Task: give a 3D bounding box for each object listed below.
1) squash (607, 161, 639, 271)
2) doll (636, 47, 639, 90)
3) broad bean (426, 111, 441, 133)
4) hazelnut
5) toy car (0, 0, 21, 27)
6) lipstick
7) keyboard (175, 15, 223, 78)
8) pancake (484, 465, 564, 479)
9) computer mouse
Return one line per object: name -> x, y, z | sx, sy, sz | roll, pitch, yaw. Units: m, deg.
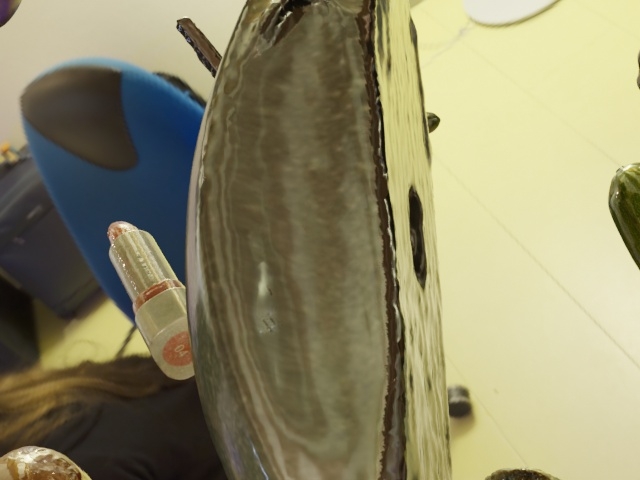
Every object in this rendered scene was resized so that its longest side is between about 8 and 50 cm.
squash -> 0.301, 0.046, 0.724 | 0.066, 0.066, 0.252 | -34, 72, 6
doll -> 0.356, -0.176, 0.482 | 0.382, 0.378, 0.252 | -15, 43, -35
broad bean -> 0.041, -0.090, 1.041 | 0.195, 0.061, 0.046 | -41, 22, 3
hazelnut -> -0.316, 0.297, 1.017 | 0.154, 0.143, 0.143 | -20, 32, -27
toy car -> -0.307, -0.308, 0.737 | 0.340, 0.240, 0.271 | 64, 146, 15
lipstick -> -0.144, 0.034, 0.807 | 0.057, 0.063, 0.186 | -31, 44, -8
keyboard -> -0.078, -0.129, 0.707 | 0.013, 0.061, 0.204 | -39, 7, 0
pancake -> 0.296, 0.415, 1.221 | 0.037, 0.253, 0.254 | -14, 20, -42
computer mouse -> -0.004, 0.000, 0.480 | 0.114, 0.203, 0.373 | -6, 67, 14
